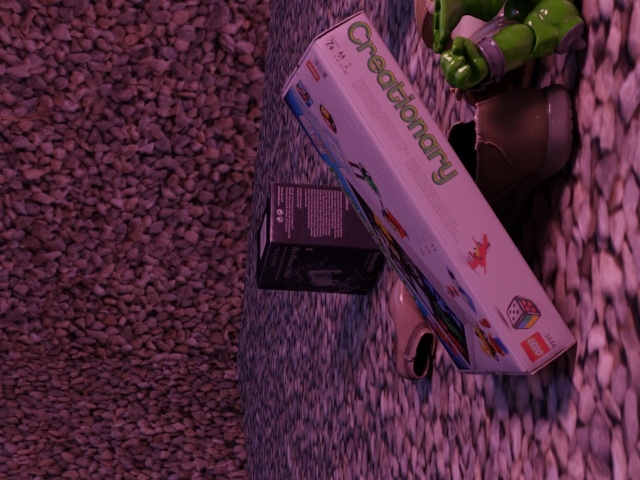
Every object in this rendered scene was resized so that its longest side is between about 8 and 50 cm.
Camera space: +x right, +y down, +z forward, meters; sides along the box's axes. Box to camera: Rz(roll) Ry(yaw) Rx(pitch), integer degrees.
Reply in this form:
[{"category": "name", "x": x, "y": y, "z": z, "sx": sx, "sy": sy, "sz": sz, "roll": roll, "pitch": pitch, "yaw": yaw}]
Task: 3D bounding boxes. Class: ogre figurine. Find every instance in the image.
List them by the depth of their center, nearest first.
[{"category": "ogre figurine", "x": 0.144, "y": -0.205, "z": 1.048, "sx": 0.197, "sy": 0.118, "sz": 0.097, "roll": -95, "pitch": 7, "yaw": -47}]

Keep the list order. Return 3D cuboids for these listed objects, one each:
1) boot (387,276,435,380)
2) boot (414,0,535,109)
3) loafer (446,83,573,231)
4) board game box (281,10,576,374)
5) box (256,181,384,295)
[{"category": "boot", "x": 0.106, "y": 0.097, "z": 1.486, "sx": 0.087, "sy": 0.042, "sz": 0.118, "roll": -149, "pitch": 61, "yaw": -73}, {"category": "boot", "x": 0.139, "y": -0.187, "z": 1.219, "sx": 0.213, "sy": 0.077, "sz": 0.165, "roll": 118, "pitch": 152, "yaw": -64}, {"category": "loafer", "x": 0.138, "y": -0.071, "z": 1.141, "sx": 0.251, "sy": 0.087, "sz": 0.094, "roll": 116, "pitch": 155, "yaw": -69}, {"category": "board game box", "x": 0.080, "y": -0.027, "z": 1.101, "sx": 0.305, "sy": 0.053, "sz": 0.193, "roll": 57, "pitch": 169, "yaw": -1}, {"category": "box", "x": 0.000, "y": 0.000, "z": 1.790, "sx": 0.156, "sy": 0.158, "sz": 0.093, "roll": 109, "pitch": 162, "yaw": -63}]
